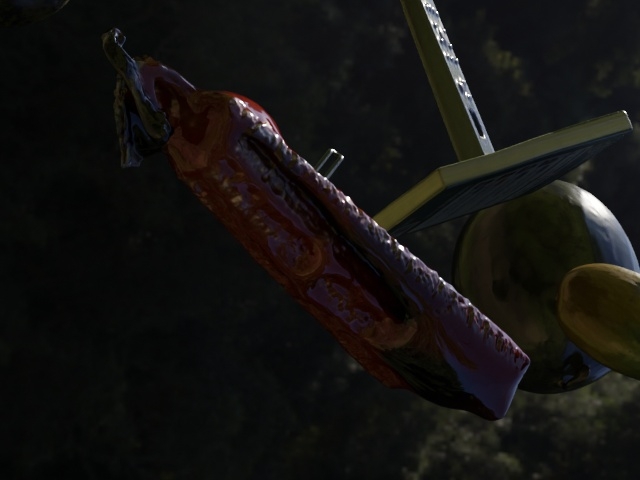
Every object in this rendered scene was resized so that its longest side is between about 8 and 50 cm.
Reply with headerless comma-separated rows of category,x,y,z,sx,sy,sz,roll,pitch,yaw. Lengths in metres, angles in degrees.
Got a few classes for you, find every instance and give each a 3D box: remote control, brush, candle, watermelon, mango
remote control,0.144,-0.216,1.538,0.123,0.038,0.285,-3,73,-77
brush,-0.025,-0.056,1.681,0.027,0.062,0.266,-59,178,41
candle,0.000,0.000,0.642,0.084,0.302,0.059,-21,-141,33
watermelon,0.334,0.074,1.914,0.279,0.279,0.359,108,-18,-52
mango,0.360,0.098,1.476,0.130,0.195,0.092,-55,166,-47

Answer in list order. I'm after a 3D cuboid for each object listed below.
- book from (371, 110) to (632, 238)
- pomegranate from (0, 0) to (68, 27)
book,0.184,-0.063,1.404,0.202,0.264,0.027,-40,-109,58
pomegranate,-0.318,-0.345,1.367,0.276,0.204,0.222,-22,137,-59
